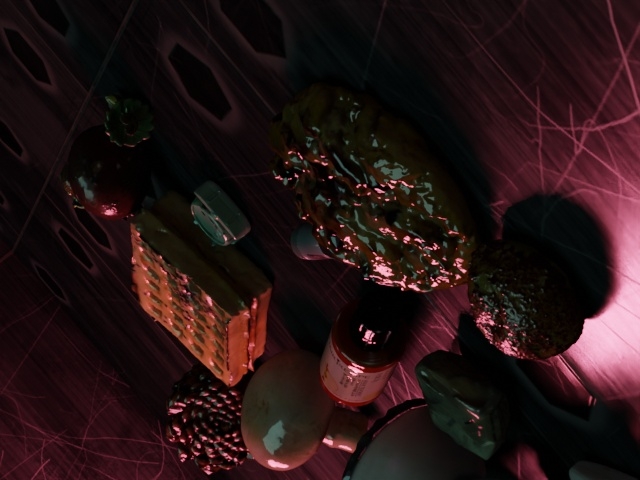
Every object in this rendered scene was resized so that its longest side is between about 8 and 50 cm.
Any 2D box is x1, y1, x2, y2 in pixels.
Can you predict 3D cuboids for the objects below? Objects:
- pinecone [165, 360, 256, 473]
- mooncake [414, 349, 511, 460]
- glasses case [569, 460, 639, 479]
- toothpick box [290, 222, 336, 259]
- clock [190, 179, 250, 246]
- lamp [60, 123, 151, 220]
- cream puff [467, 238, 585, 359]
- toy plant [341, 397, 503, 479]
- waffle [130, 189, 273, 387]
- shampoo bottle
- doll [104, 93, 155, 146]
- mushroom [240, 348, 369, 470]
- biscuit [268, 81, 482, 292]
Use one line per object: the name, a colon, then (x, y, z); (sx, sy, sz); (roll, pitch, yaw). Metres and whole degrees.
pinecone: (-0.190, 0.325, 2.548); (0.221, 0.221, 0.221); (41, 159, 20)
mooncake: (0.188, 0.204, 1.714); (0.130, 0.073, 0.125); (31, 152, 34)
glasses case: (0.364, 0.309, 1.587); (0.164, 0.041, 0.063); (14, 142, 56)
toothpick box: (0.000, 0.000, 1.764); (0.052, 0.052, 0.083); (54, 158, -15)
clock: (-0.160, -0.033, 2.049); (0.101, 0.041, 0.135); (48, 160, 3)
lamp: (-0.351, -0.109, 2.130); (0.135, 0.156, 0.157); (-1, 91, 26)
cream puff: (0.209, 0.068, 1.410); (0.149, 0.084, 0.149); (40, 156, 22)
toy plant: (0.208, 0.386, 1.773); (0.332, 0.247, 0.247); (32, 154, 41)
waffle: (-0.204, 0.094, 2.267); (0.261, 0.114, 0.376); (45, 159, 13)
shampoo bottle: (0.062, 0.143, 1.822); (0.104, 0.104, 0.278); (44, 159, 12)
doll: (-0.291, -0.192, 2.038); (0.113, 0.077, 0.078); (-102, -10, -72)
mushroom: (-0.030, 0.274, 2.187); (0.206, 0.209, 0.206); (169, 90, -71)
biscuit: (0.049, -0.050, 1.539); (0.289, 0.081, 0.334); (53, 158, -14)
